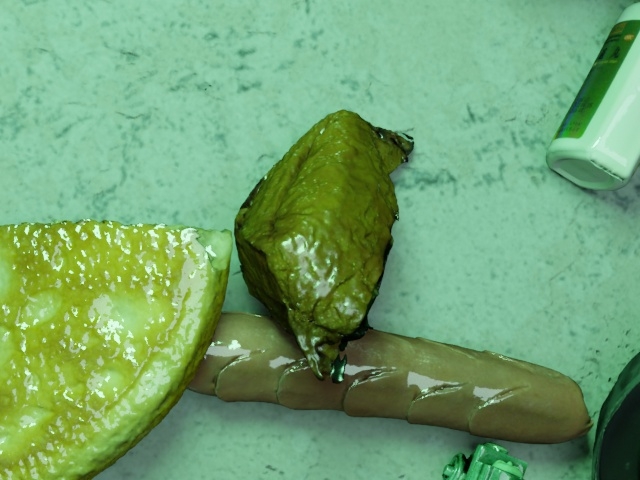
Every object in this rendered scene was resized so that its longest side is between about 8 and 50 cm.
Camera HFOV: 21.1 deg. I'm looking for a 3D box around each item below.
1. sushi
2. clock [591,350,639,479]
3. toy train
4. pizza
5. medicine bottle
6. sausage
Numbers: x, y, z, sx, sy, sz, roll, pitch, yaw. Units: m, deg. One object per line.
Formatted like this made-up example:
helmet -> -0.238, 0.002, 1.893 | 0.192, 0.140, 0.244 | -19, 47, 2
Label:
sushi -> 0.000, -0.001, 1.524 | 0.149, 0.287, 0.140 | -29, 116, 28
clock -> 0.410, 0.206, 1.572 | 0.325, 0.067, 0.325 | 3, 116, 7
toy train -> 0.140, 0.268, 1.570 | 0.071, 0.111, 0.170 | 24, 83, -16
pizza -> -0.208, 0.115, 1.477 | 0.257, 0.087, 0.268 | 1, 82, 7
medicine bottle -> 0.296, -0.155, 1.617 | 0.078, 0.115, 0.219 | 30, 81, -9
sausage -> 0.048, 0.124, 1.570 | 0.433, 0.088, 0.088 | 10, 86, -13
